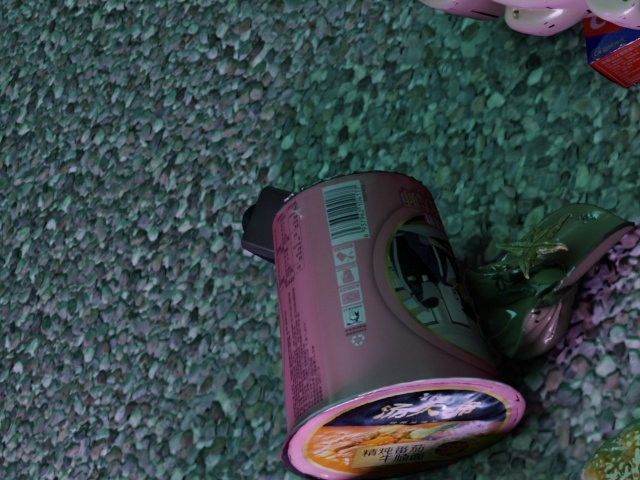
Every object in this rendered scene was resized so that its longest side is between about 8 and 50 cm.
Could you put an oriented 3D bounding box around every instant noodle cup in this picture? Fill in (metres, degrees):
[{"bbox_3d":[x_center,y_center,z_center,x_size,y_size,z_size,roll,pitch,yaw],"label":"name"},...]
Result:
[{"bbox_3d":[0.056,0.078,1.881,0.244,0.244,0.255,-32,56,32],"label":"instant noodle cup"}]

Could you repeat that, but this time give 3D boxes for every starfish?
[{"bbox_3d":[0.200,0.007,1.852,0.092,0.016,0.086,-2,38,43],"label":"starfish"}]

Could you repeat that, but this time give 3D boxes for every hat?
[{"bbox_3d":[0.234,0.044,1.865,0.175,0.085,0.147,-37,23,-3],"label":"hat"}]

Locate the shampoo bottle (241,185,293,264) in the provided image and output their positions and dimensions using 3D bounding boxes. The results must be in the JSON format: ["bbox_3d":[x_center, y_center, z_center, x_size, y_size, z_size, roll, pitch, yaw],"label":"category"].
[{"bbox_3d":[0.000,0.000,2.122,0.246,0.079,0.080,16,81,50],"label":"shampoo bottle"}]

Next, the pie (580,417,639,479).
[{"bbox_3d":[0.313,0.252,1.667,0.240,0.054,0.240,-22,56,36],"label":"pie"}]

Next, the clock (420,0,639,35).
[{"bbox_3d":[0.235,-0.341,1.905,0.309,0.114,0.284,19,96,43],"label":"clock"}]

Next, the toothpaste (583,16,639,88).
[{"bbox_3d":[0.395,-0.250,1.848,0.320,0.066,0.076,-27,51,34],"label":"toothpaste"}]
